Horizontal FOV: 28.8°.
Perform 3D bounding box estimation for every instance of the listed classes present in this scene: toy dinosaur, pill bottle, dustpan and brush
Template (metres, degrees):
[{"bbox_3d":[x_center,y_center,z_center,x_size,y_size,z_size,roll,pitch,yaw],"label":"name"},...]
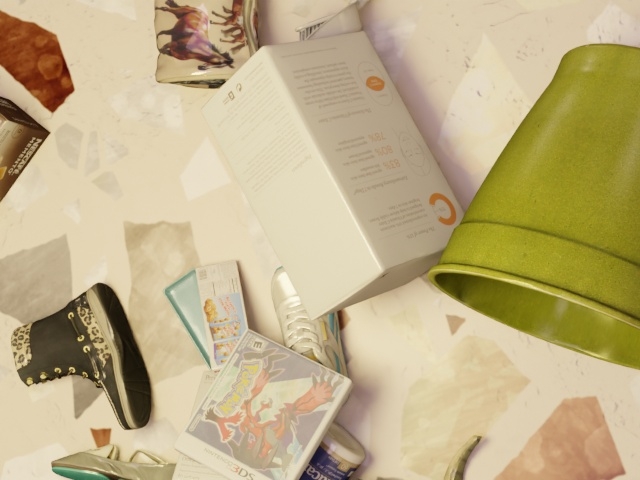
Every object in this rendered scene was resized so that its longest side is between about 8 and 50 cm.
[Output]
[{"bbox_3d":[0.156,0.405,1.790,0.118,0.064,0.268,7,88,5],"label":"toy dinosaur"},{"bbox_3d":[-0.020,0.349,1.820,0.094,0.094,0.169,40,100,13],"label":"pill bottle"},{"bbox_3d":[0.033,-0.329,1.841,0.211,0.147,0.060,-25,94,-13],"label":"dustpan and brush"}]

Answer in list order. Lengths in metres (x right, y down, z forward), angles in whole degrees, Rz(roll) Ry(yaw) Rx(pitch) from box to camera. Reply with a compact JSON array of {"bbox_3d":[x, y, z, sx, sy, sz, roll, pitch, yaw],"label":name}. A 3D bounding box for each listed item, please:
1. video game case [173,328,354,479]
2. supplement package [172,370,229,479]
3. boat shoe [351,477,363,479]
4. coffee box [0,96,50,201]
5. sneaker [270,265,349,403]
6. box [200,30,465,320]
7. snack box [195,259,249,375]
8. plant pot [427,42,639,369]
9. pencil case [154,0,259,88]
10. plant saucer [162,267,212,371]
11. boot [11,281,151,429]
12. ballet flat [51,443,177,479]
[{"bbox_3d":[-0.080,0.244,1.736,0.183,0.023,0.201,24,72,25],"label":"video game case"},{"bbox_3d":[-0.132,0.294,1.810,0.105,0.105,0.179,3,55,16],"label":"supplement package"},{"bbox_3d":[0.000,0.478,1.810,0.301,0.108,0.102,-63,38,20],"label":"boat shoe"},{"bbox_3d":[-0.560,-0.110,1.966,0.098,0.141,0.246,39,96,14],"label":"coffee box"},{"bbox_3d":[-0.016,0.144,1.820,0.087,0.092,0.228,-19,89,14],"label":"sneaker"},{"bbox_3d":[0.025,-0.095,1.743,0.168,0.215,0.345,-37,76,43],"label":"box"},{"bbox_3d":[-0.143,0.113,1.856,0.064,0.022,0.178,-11,57,-3],"label":"snack box"},{"bbox_3d":[0.373,-0.051,1.629,0.366,0.366,0.353,19,80,15],"label":"plant pot"},{"bbox_3d":[-0.162,-0.416,1.861,0.183,0.160,0.410,-4,86,35],"label":"pencil case"},{"bbox_3d":[-0.167,0.138,1.911,0.067,0.018,0.192,-34,80,11],"label":"plant saucer"},{"bbox_3d":[-0.370,0.203,1.929,0.179,0.085,0.236,-24,75,15],"label":"boot"},{"bbox_3d":[-0.309,0.350,1.923,0.213,0.072,0.068,10,63,15],"label":"ballet flat"}]
